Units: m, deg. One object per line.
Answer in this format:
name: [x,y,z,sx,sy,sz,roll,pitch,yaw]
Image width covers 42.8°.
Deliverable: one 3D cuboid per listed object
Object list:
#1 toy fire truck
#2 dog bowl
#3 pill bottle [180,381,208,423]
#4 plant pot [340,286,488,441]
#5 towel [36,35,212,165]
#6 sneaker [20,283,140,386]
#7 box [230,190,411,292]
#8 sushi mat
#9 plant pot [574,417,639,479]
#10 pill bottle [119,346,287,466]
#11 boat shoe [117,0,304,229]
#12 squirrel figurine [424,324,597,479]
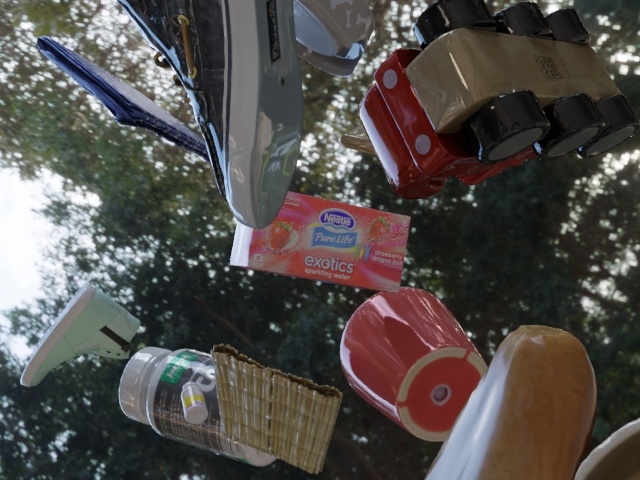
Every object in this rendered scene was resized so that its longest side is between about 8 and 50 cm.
toy fire truck: [0.103,-0.098,0.708,0.217,0.159,0.246,-9,-22,-43]
dog bowl: [-0.041,-0.476,1.620,0.102,0.348,0.349,-53,-43,-5]
pill bottle: [-0.239,0.304,1.538,0.043,0.083,0.043,-8,-60,-14]
plant pot: [0.199,0.257,1.628,0.274,0.243,0.275,-4,-74,-15]
towel: [-0.332,-0.238,1.454,0.040,0.243,0.336,-53,-20,5]
sneaker: [-0.444,0.212,1.526,0.151,0.094,0.256,36,-68,-19]
box: [0.000,0.000,1.530,0.299,0.142,0.154,12,-94,-19]
sushi mat: [-0.057,0.216,1.006,0.317,0.151,0.019,98,-164,-60]
plant pot: [0.404,0.364,0.755,0.334,0.333,0.305,-51,-43,-16]
pill bottle: [-0.250,0.353,1.798,0.204,0.360,0.204,-28,-57,-58]
boat shoe: [-0.059,-0.098,0.443,0.065,0.083,0.184,-44,-41,-55]
squirrel figurine: [0.198,0.308,0.400,0.370,0.281,0.397,23,-71,-8]
